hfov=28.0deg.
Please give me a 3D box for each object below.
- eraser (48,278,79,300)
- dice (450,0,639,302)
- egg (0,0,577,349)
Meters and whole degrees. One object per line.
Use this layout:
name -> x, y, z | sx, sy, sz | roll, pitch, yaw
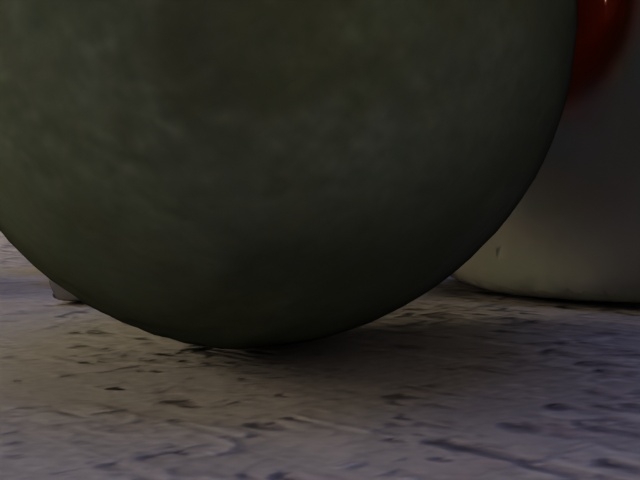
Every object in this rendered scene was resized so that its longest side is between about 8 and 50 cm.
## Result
eraser -> -0.124, 0.022, 0.729 | 0.027, 0.019, 0.099 | 0, 5, 13
dice -> 0.216, -0.128, 0.723 | 0.304, 0.304, 0.277 | -6, 6, -44
egg -> -0.025, -0.086, 0.524 | 0.258, 0.258, 0.352 | -1, -4, 4
